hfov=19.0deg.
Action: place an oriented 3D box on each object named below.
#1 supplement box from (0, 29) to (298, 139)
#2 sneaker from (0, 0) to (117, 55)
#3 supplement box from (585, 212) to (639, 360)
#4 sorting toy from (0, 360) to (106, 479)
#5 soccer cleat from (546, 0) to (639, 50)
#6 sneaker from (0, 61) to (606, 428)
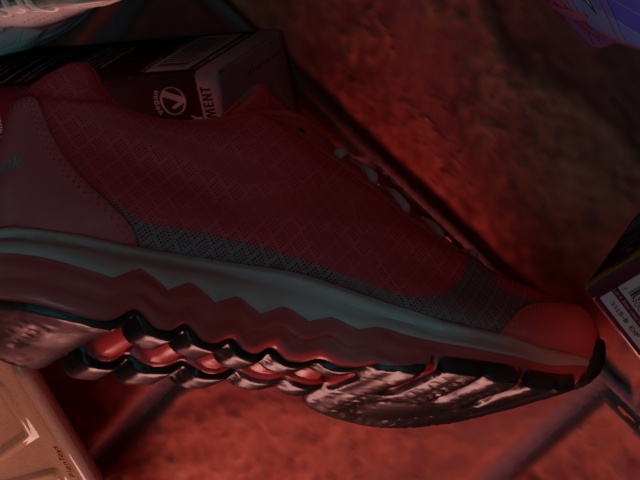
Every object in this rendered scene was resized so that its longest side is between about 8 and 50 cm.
[{"bbox_3d":[-0.126,-0.029,0.966,0.239,0.073,0.130,-2,112,28],"label":"supplement box"},{"bbox_3d":[-0.128,-0.140,0.890,0.232,0.115,0.090,-22,102,32],"label":"sneaker"},{"bbox_3d":[0.158,0.015,0.840,0.043,0.083,0.055,-36,94,34],"label":"supplement box"},{"bbox_3d":[-0.203,0.116,1.069,0.208,0.038,0.193,0,132,30],"label":"sorting toy"},{"bbox_3d":[0.100,-0.136,0.805,0.248,0.083,0.095,29,127,8],"label":"soccer cleat"},{"bbox_3d":[0.000,0.000,0.841,0.116,0.314,0.136,-24,59,56],"label":"sneaker"}]
